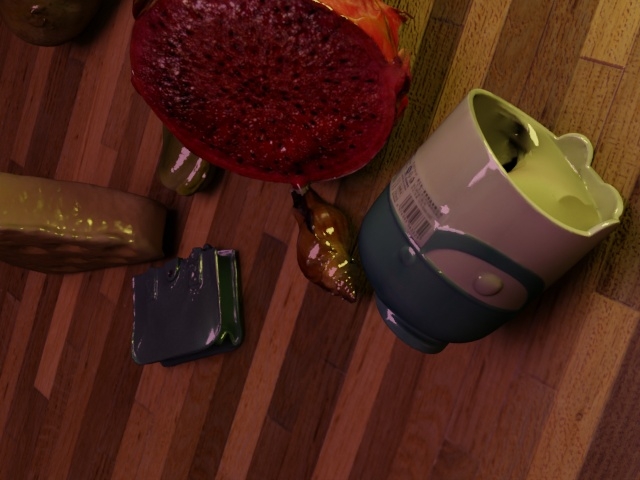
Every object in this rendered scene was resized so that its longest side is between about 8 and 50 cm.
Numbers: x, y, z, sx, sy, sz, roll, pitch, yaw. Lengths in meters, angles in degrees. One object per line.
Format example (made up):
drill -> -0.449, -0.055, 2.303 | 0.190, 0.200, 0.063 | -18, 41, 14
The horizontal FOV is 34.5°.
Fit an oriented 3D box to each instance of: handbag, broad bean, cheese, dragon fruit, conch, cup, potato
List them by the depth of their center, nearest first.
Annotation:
cup -> 0.180, -0.040, 1.203 | 0.257, 0.219, 0.290 | -48, 25, 30
dragon fruit -> -0.051, -0.266, 1.380 | 0.386, 0.371, 0.249 | 1, 50, 19
conch -> -0.001, -0.001, 1.448 | 0.086, 0.080, 0.233 | -34, 61, 28
handbag -> -0.221, 0.105, 1.664 | 0.229, 0.062, 0.179 | -17, 73, 42
broad bean -> -0.217, -0.157, 1.678 | 0.124, 0.082, 0.175 | -6, 82, 46
cheese -> -0.431, -0.025, 1.759 | 0.384, 0.384, 0.104 | -8, 72, 44
potato -> -0.480, -0.529, 1.898 | 0.269, 0.219, 0.359 | 39, 119, 50

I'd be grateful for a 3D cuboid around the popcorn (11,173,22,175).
popcorn -> -0.614, -0.043, 2.020 | 0.170, 0.180, 0.180 | 29, 107, 16
